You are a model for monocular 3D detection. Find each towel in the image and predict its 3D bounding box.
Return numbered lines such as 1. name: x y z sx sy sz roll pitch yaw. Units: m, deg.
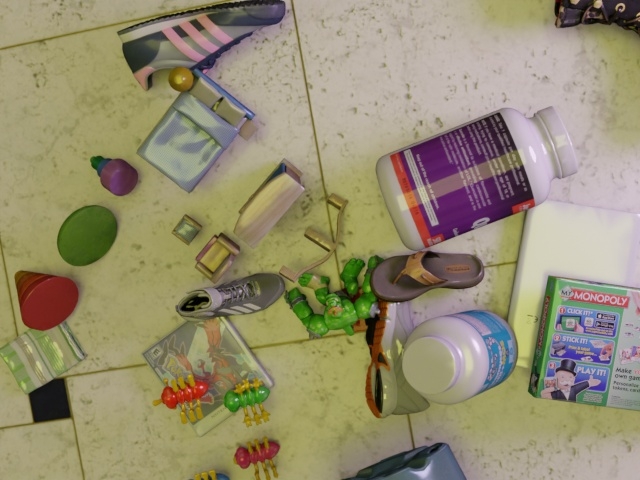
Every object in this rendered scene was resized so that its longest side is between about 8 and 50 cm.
1. towel: -0.554 0.224 1.732 0.152 0.023 0.113 -32 88 8

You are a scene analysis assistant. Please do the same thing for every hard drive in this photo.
1. hard drive: 0.451 0.089 1.576 0.203 0.040 0.307 9 94 7

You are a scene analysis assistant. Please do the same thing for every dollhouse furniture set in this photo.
1. dollhouse furniture set: -0.218 -0.115 1.549 0.303 0.198 0.286 40 98 -9

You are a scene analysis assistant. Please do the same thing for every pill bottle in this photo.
1. pill bottle: 0.270 -0.115 1.520 0.323 0.181 0.181 -21 90 9
2. pill bottle: 0.233 0.198 1.487 0.146 0.264 0.146 0 90 29

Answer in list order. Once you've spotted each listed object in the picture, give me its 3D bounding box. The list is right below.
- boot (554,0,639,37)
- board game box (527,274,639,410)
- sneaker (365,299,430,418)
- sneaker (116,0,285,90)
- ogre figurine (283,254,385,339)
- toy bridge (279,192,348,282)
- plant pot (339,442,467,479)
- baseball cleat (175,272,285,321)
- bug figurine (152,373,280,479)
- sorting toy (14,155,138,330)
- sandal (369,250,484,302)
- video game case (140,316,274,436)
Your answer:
1. boot: 0.546 -0.370 1.490 0.284 0.138 0.377 7 90 6
2. board game box: 0.539 0.188 1.531 0.317 0.046 0.213 9 94 -6
3. sneaker: 0.152 0.194 1.610 0.121 0.099 0.262 4 85 -19
4. sneaker: -0.209 -0.367 1.625 0.319 0.112 0.131 -9 109 11
5. ogre figurine: 0.035 0.108 1.602 0.197 0.097 0.118 -12 56 -4
6. toy bridge: 0.000 0.000 1.611 0.063 0.026 0.188 33 75 5
7. plant pot: 0.168 0.552 1.512 0.341 0.341 0.334 -24 82 8
8. baseball cleat: -0.165 0.108 1.614 0.206 0.109 0.072 -19 81 -3
9. bug figurine: -0.189 0.367 1.646 0.216 0.072 0.279 -11 101 -5
10. sorting toy: -0.491 -0.011 1.687 0.126 0.127 0.365 32 93 33
11. sandal: 0.194 0.056 1.564 0.219 0.060 0.090 -4 62 -9
12. video game case: -0.219 0.249 1.687 0.183 0.023 0.201 -36 88 8
